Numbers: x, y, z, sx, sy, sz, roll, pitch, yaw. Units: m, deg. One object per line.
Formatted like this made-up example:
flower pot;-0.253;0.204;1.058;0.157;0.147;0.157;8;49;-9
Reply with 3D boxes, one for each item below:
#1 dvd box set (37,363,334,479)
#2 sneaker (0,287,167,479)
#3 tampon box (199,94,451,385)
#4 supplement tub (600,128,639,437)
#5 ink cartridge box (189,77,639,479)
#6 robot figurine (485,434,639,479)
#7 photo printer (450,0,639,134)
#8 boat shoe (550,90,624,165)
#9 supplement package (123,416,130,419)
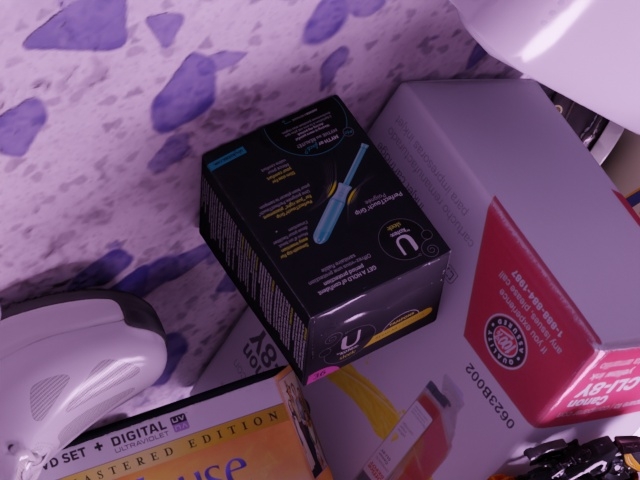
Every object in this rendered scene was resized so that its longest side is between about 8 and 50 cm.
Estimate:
dvd box set;-0.093;0.341;1.563;0.308;0.420;0.062;-19;-177;13
sneaker;-0.267;0.235;1.424;0.447;0.257;0.169;-30;153;-10
tampon box;0.000;0.000;1.456;0.120;0.161;0.101;-25;152;-19
supplement tub;0.321;0.009;1.705;0.325;0.235;0.235;-53;151;7
ink cartridge box;0.093;0.100;1.597;0.160;0.279;0.384;-6;142;-43
robot figurine;0.128;0.237;1.466;0.291;0.085;0.211;-13;146;-29
photo printer;0.231;-0.203;1.346;0.256;0.107;0.307;-43;154;16
boat shoe;0.170;-0.045;1.692;0.228;0.069;0.081;-51;-175;33
supplement package;-0.205;0.252;1.699;0.179;0.105;0.105;-32;154;-8
